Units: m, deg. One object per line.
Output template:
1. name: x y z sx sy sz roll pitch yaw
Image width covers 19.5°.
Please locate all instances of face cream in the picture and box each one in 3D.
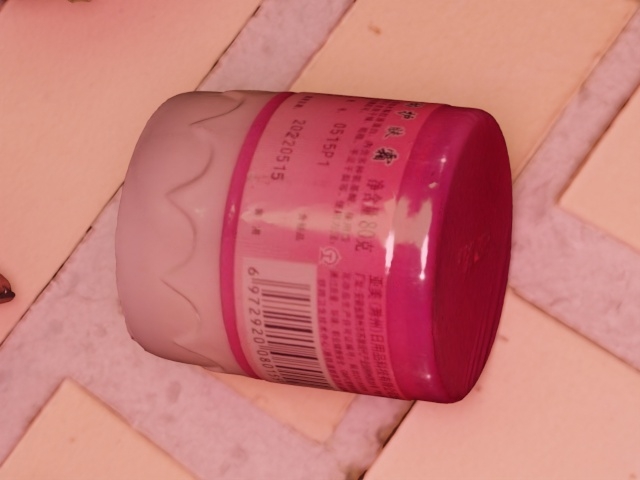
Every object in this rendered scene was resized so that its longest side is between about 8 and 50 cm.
1. face cream: 0.000 0.000 1.099 0.195 0.175 0.175 7 70 19

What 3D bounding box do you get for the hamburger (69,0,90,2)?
1. hamburger: -0.210 -0.284 1.235 0.212 0.274 0.274 -34 62 10

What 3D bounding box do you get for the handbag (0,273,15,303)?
1. handbag: -0.332 0.004 1.164 0.193 0.251 0.190 30 77 24
